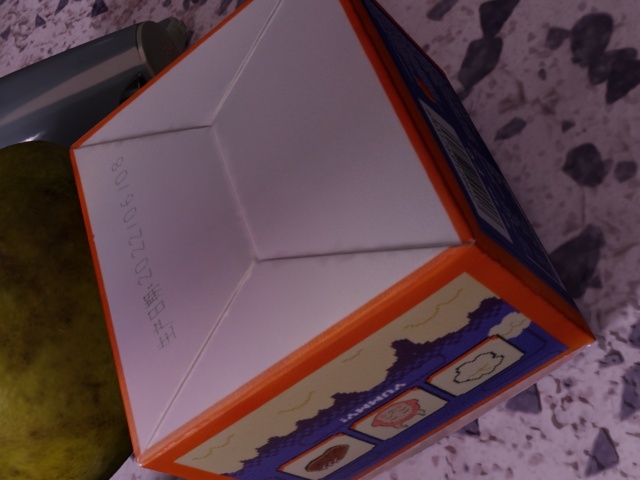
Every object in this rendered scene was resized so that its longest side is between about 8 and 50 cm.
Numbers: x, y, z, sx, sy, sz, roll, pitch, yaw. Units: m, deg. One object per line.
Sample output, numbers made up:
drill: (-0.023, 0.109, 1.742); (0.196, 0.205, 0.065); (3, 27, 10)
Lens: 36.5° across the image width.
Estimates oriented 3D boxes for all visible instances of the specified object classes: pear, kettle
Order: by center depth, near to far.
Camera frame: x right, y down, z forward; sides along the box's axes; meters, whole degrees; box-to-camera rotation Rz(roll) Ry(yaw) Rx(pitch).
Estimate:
pear: (-0.316, 0.110, 0.996); (0.352, 0.352, 0.413); (32, 94, 42)
kettle: (-0.286, -0.194, 1.265); (0.243, 0.160, 0.210); (-23, 28, 18)

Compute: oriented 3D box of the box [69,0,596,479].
box: (0.000, 0.000, 0.860); (0.319, 0.257, 0.348); (-37, 52, 19)
